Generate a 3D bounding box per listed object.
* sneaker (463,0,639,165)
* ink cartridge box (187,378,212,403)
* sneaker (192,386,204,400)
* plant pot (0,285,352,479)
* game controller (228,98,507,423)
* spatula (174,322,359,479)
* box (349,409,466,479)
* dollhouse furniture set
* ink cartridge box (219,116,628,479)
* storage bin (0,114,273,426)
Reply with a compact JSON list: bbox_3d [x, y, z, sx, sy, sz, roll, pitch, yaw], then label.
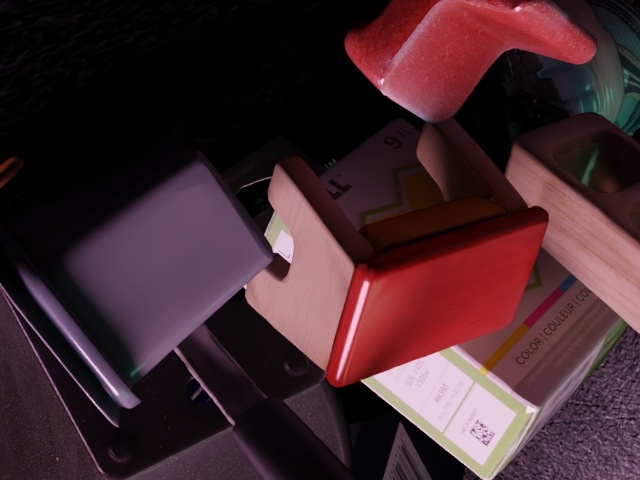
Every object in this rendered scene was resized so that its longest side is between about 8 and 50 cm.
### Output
[{"bbox_3d":[0.155,-0.083,0.971,0.122,0.110,0.283,-30,174,-4],"label":"sneaker"},{"bbox_3d":[-0.210,0.153,1.315,0.371,0.069,0.176,-29,-169,30],"label":"ink cartridge box"},{"bbox_3d":[-0.061,0.136,1.381,0.234,0.106,0.078,-9,140,15],"label":"sneaker"},{"bbox_3d":[-0.091,0.071,0.926,0.187,0.188,0.167,-25,162,-20],"label":"plant pot"},{"bbox_3d":[0.027,0.021,1.018,0.319,0.166,0.067,-34,-156,57],"label":"game controller"},{"bbox_3d":[-0.043,0.057,0.750,0.084,0.296,0.030,-38,138,-9],"label":"spatula"},{"bbox_3d":[-0.056,0.232,1.483,0.294,0.182,0.296,-13,-149,26],"label":"box"},{"bbox_3d":[0.172,-0.055,0.752,0.374,0.152,0.201,-18,136,-35],"label":"dollhouse furniture set"},{"bbox_3d":[0.038,0.008,0.845,0.109,0.209,0.062,-38,160,-44],"label":"ink cartridge box"},{"bbox_3d":[-0.082,-0.003,0.703,0.091,0.098,0.135,-38,-162,-5],"label":"storage bin"}]
